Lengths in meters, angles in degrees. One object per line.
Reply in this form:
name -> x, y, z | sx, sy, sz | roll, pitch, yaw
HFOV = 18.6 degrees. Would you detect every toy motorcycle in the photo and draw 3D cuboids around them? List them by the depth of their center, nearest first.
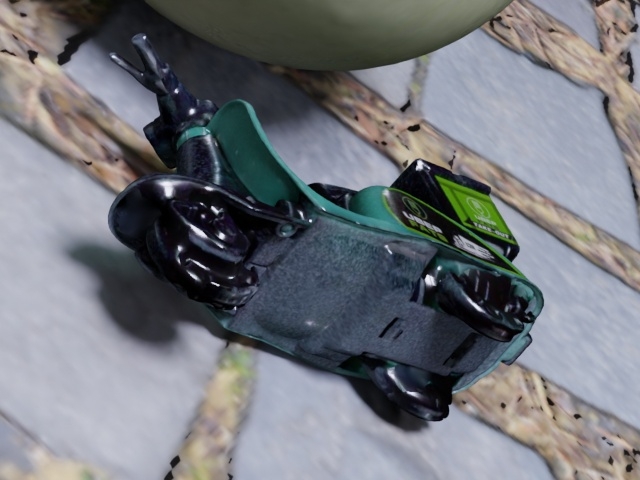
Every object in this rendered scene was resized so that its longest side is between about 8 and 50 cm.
toy motorcycle -> 0.000, 0.000, 0.619 | 0.173, 0.058, 0.100 | 19, 30, -38

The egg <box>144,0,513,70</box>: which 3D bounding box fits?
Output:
egg -> -0.006, -0.185, 0.685 | 0.219, 0.219, 0.269 | 14, 56, -41
